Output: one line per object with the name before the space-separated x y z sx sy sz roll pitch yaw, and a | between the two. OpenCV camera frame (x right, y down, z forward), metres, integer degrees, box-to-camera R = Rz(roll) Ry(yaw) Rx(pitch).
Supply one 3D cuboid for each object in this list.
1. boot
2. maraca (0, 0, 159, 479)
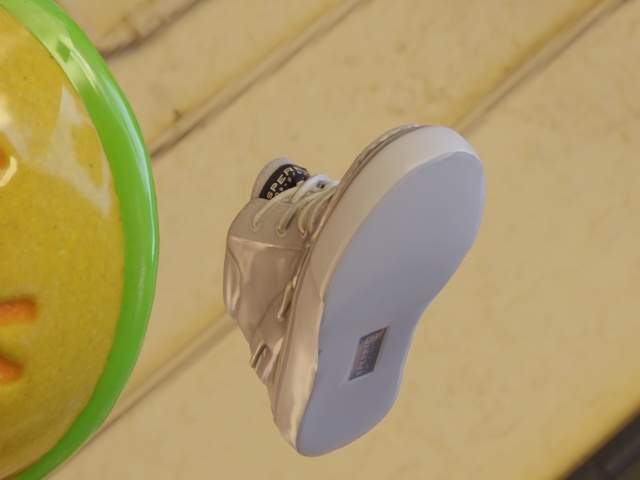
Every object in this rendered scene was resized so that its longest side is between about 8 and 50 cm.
boot | 0.000 0.000 0.972 0.095 0.123 0.258 -17 149 -28
maraca | -0.106 0.013 0.426 0.186 0.127 0.099 -57 170 30
